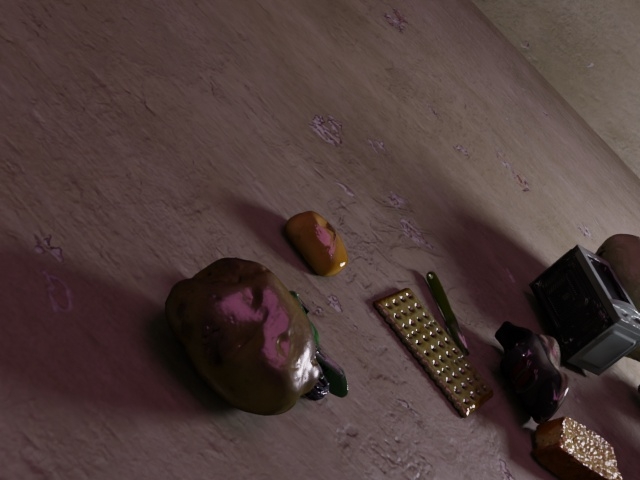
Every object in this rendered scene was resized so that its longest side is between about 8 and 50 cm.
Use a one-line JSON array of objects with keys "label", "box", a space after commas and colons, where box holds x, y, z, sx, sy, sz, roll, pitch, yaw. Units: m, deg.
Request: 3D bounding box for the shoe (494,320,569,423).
[{"label": "shoe", "box": [0.355, 0.221, 1.758, 0.112, 0.099, 0.227, 34, 24, -8]}]

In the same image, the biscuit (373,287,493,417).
[{"label": "biscuit", "box": [0.186, 0.176, 1.656, 0.231, 0.016, 0.139, 51, 28, 13]}]

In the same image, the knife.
[{"label": "knife", "box": [0.220, 0.123, 1.771, 0.026, 0.022, 0.184, 56, 10, -50]}]

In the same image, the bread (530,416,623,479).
[{"label": "bread", "box": [0.427, 0.359, 1.697, 0.187, 0.065, 0.103, 34, 34, -20]}]

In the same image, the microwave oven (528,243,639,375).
[{"label": "microwave oven", "box": [0.533, 0.139, 2.045, 0.122, 0.162, 0.208, 25, 32, -36]}]

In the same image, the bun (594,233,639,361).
[{"label": "bun", "box": [0.653, 0.134, 2.196, 0.287, 0.146, 0.287, -15, 90, -88]}]

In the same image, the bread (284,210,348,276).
[{"label": "bread", "box": [0.000, 0.000, 1.586, 0.115, 0.056, 0.082, 52, 28, 14]}]

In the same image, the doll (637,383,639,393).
[{"label": "doll", "box": [0.849, 0.308, 2.101, 0.246, 0.340, 0.158, 45, 40, -41]}]

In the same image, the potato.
[{"label": "potato", "box": [-0.089, 0.114, 1.214, 0.200, 0.137, 0.154, 47, 57, 3]}]

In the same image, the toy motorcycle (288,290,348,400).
[{"label": "toy motorcycle", "box": [-0.037, 0.129, 1.346, 0.190, 0.074, 0.106, 57, 20, 22]}]
